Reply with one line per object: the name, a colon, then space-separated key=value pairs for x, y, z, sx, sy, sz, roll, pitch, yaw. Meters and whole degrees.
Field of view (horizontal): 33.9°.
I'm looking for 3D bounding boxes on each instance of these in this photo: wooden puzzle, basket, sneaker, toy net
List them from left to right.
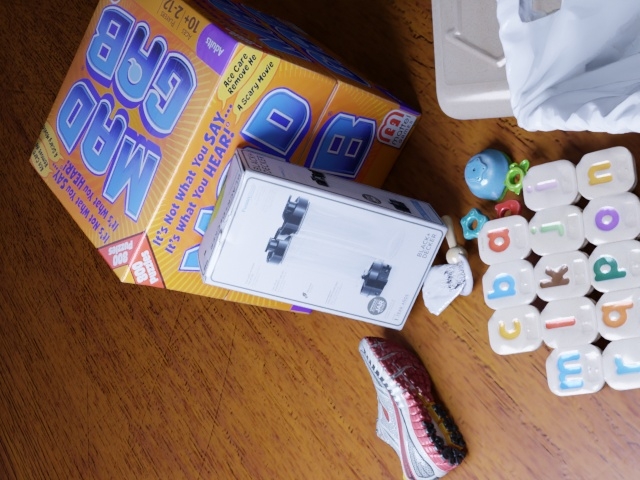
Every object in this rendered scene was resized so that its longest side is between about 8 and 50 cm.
sneaker: x=0.101 y=0.223 z=1.402 sx=0.093 sy=0.088 sz=0.225 roll=-47 pitch=50 yaw=29
toy net: x=0.208 y=-0.004 z=1.384 sx=0.122 sy=0.045 sz=0.232 roll=26 pitch=101 yaw=44
wooden puzzle: x=0.290 y=-0.331 z=1.277 sx=0.322 sy=0.080 sz=0.348 roll=-1 pitch=101 yaw=32
basket: x=0.341 y=-0.285 z=0.998 sx=0.331 sy=0.266 sz=0.328 roll=-156 pitch=55 yaw=-73

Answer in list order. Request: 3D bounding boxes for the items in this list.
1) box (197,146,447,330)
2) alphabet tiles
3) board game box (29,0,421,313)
box: x=0.000 y=0.000 z=1.390 sx=0.087 sy=0.290 sz=0.169 roll=-115 pitch=43 yaw=-61
alphabet tiles: x=0.322 y=0.037 z=1.242 sx=0.278 sy=0.021 sz=0.284 roll=-13 pitch=75 yaw=32
board game box: x=-0.150 y=-0.153 z=1.561 sx=0.356 sy=0.356 sz=0.357 roll=43 pitch=111 yaw=42
